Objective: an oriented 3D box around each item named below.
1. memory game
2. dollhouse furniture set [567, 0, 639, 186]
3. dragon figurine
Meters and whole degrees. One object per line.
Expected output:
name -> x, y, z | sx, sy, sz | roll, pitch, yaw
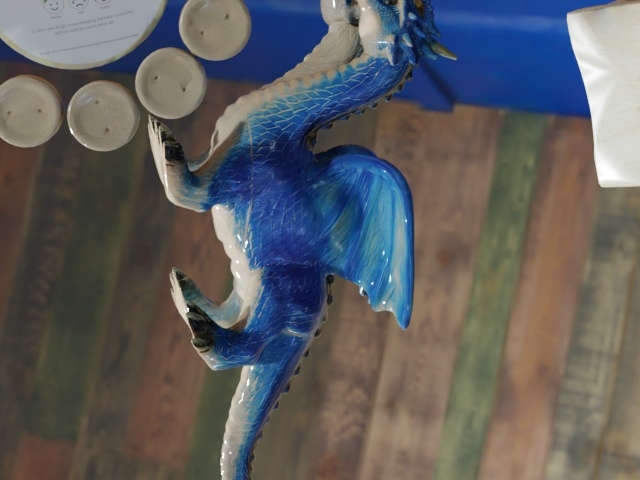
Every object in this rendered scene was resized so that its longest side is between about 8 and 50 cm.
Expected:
memory game -> -0.124, -0.134, 0.799 | 0.012, 0.186, 0.186 | -107, 18, -74
dollhouse furniture set -> 0.194, -0.011, 0.574 | 0.129, 0.129, 0.183 | -22, -76, -40
dragon figurine -> 0.000, 0.000, 0.769 | 0.085, 0.144, 0.289 | -139, 41, -76
